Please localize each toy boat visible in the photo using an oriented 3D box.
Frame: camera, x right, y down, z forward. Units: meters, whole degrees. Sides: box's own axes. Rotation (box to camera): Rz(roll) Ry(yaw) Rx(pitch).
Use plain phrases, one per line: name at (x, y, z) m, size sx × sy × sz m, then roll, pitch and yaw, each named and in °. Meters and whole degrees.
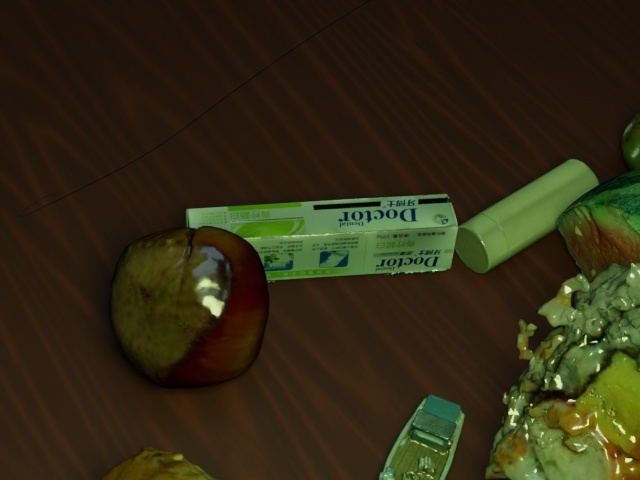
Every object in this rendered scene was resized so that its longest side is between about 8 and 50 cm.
toy boat at (0.114, 0.244, 1.606) m, size 0.069 × 0.058 × 0.173 m, roll 21°, pitch 52°, yaw 13°

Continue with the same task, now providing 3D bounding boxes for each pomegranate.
pomegranate at (0.459, -0.113, 1.902) m, size 0.115 × 0.114 × 0.142 m, roll 2°, pitch 55°, yaw -3°

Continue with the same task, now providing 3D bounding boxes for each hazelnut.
hazelnut at (-0.140, 0.072, 1.661) m, size 0.208 × 0.208 × 0.208 m, roll 2°, pitch 50°, yaw -3°

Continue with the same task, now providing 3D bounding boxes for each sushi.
sushi at (0.369, 0.200, 1.459) m, size 0.417 × 0.417 × 0.176 m, roll 31°, pitch 28°, yaw 20°

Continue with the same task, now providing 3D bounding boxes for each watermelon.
watermelon at (0.395, -0.004, 1.706) m, size 0.222 × 0.292 × 0.319 m, roll 24°, pitch 61°, yaw 10°

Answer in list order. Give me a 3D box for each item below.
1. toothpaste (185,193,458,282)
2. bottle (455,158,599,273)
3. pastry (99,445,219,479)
toothpaste at (0.000, 0.000, 1.788) m, size 0.337 × 0.081 × 0.067 m, roll -4°, pitch 47°, yaw -8°
bottle at (0.268, -0.032, 1.842) m, size 0.201 × 0.072 × 0.072 m, roll -30°, pitch 58°, yaw -25°
pastry at (-0.153, 0.355, 1.389) m, size 0.255 × 0.162 × 0.311 m, roll -37°, pitch 32°, yaw 12°
